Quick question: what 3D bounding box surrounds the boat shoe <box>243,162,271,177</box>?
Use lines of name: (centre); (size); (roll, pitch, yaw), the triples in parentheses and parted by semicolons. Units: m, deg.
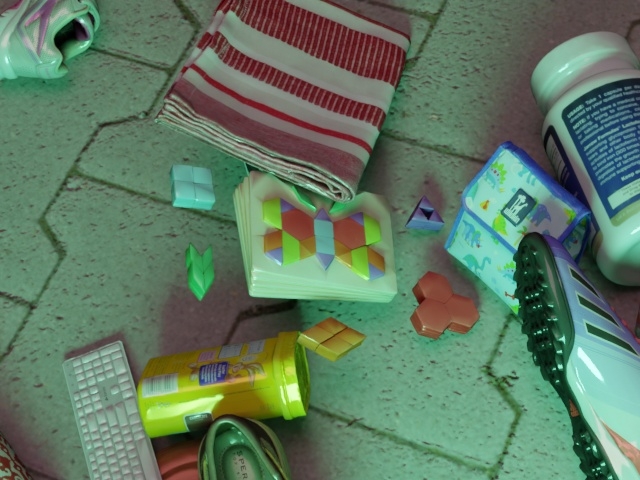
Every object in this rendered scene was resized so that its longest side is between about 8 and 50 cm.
boat shoe: (-0.056, -0.138, 1.747); (0.114, 0.091, 0.302); (-29, 60, -11)

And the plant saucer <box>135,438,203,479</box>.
plant saucer: (-0.128, 0.295, 1.527); (0.200, 0.037, 0.200); (-3, 58, 6)

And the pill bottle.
pill bottle: (0.337, -0.095, 1.632); (0.153, 0.153, 0.264); (-17, 59, -3)

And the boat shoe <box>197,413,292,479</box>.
boat shoe: (-0.043, 0.328, 1.412); (0.123, 0.123, 0.342); (-15, 75, -4)

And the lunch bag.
lunch bag: (0.219, -0.015, 1.593); (0.096, 0.151, 0.129); (-23, 56, -39)

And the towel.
towel: (-0.030, -0.194, 1.712); (0.237, 0.037, 0.329); (24, 43, -2)

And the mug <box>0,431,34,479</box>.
mug: (-0.364, 0.273, 1.551); (0.113, 0.150, 0.169); (-17, 55, -47)

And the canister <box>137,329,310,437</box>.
canister: (-0.101, 0.154, 1.563); (0.170, 0.073, 0.126); (-10, 13, 5)

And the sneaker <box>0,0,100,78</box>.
sneaker: (-0.328, -0.301, 1.886); (0.111, 0.103, 0.252); (17, 69, 13)

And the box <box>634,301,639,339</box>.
box: (0.457, 0.144, 1.473); (0.142, 0.154, 0.300); (-25, 60, -8)

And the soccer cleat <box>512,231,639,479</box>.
soccer cleat: (0.294, 0.132, 1.492); (0.116, 0.108, 0.318); (-20, 83, -12)

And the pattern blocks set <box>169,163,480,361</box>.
pattern blocks set: (0.000, 0.000, 1.601); (0.325, 0.026, 0.285); (-4, 58, -27)

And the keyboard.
keyboard: (-0.220, 0.213, 1.574); (0.072, 0.014, 0.256); (-25, 48, 1)
